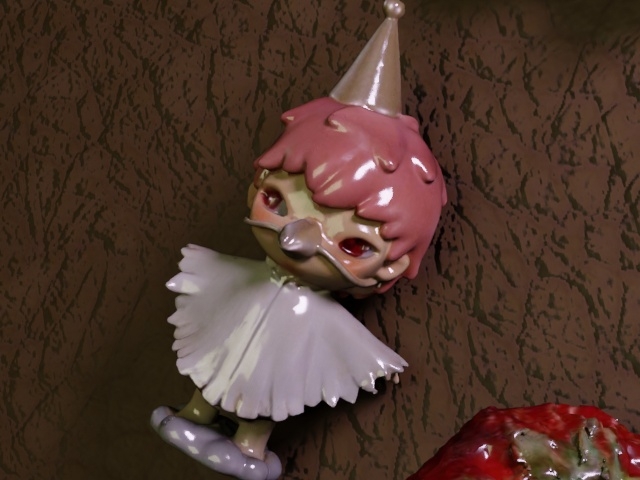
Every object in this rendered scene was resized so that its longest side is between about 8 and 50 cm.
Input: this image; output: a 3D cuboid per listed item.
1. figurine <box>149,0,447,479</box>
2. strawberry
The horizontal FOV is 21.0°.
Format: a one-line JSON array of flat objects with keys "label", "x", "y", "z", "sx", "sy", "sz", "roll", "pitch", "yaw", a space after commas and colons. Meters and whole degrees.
[{"label": "figurine", "x": 0.000, "y": 0.000, "z": 1.345, "sx": 0.207, "sy": 0.166, "sz": 0.387, "roll": 29, "pitch": 97, "yaw": 18}, {"label": "strawberry", "x": 0.150, "y": 0.258, "z": 1.155, "sx": 0.274, "sy": 0.274, "sz": 0.220, "roll": 46, "pitch": 140, "yaw": 33}]
